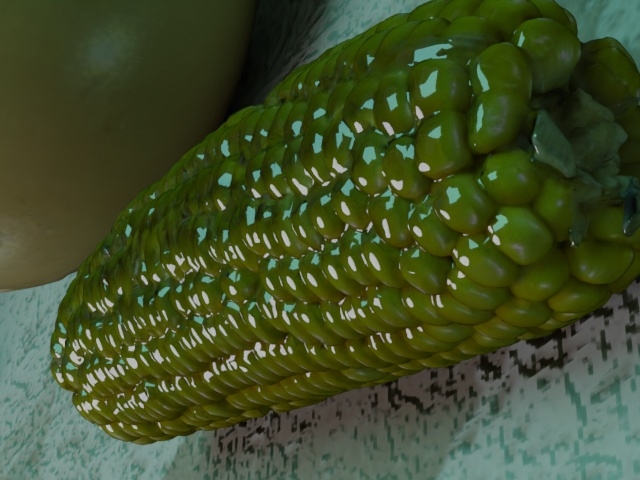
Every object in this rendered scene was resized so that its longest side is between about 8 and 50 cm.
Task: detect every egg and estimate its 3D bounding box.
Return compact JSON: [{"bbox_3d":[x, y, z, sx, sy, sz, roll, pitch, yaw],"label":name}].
[{"bbox_3d":[-0.132,-0.095,0.747,0.244,0.201,0.201,-40,33,22],"label":"egg"}]

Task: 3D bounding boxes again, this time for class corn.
[{"bbox_3d":[0.000,0.000,0.515,0.310,0.101,0.101,-24,47,58],"label":"corn"}]
